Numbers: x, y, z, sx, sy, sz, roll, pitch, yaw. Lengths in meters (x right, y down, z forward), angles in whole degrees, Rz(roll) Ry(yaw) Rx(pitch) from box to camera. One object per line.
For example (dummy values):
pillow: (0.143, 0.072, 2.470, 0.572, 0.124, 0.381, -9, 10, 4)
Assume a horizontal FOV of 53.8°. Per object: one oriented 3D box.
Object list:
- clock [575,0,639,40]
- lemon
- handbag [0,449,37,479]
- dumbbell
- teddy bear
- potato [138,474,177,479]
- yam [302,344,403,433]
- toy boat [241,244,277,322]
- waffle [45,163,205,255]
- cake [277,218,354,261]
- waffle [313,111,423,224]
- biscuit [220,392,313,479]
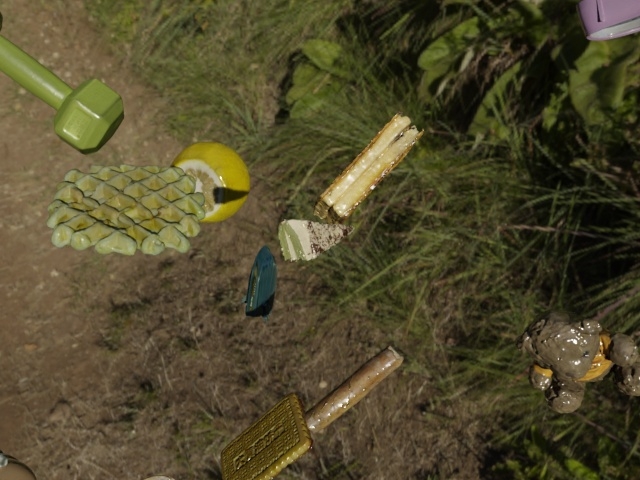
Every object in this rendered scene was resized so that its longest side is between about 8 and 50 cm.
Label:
clock: (0.450, -0.328, 0.887, 0.152, 0.050, 0.110, -10, 0, 44)
lemon: (-0.320, -0.179, 1.871, 0.240, 0.240, 0.219, 11, 24, 13)
handbag: (-0.552, 0.396, 0.889, 0.149, 0.283, 0.302, -3, -6, 32)
dumbbell: (-0.446, -0.257, 0.958, 0.302, 0.121, 0.108, 38, 18, -10)
teddy bear: (0.396, 0.172, 0.979, 0.177, 0.190, 0.140, -26, 47, 32)
potato: (-0.379, 0.644, 1.546, 0.261, 0.120, 0.100, 33, 50, -22)
yam: (0.066, 0.292, 1.251, 0.241, 0.057, 0.057, -34, 48, -16)
toy boat: (-0.194, 0.135, 2.047, 0.103, 0.246, 0.093, 16, 13, 37)
waffle: (-0.391, -0.072, 1.284, 0.309, 0.056, 0.292, 1, 41, -9)
cake: (0.000, 0.000, 0.841, 0.051, 0.055, 0.140, -9, -6, 31)
waffle: (0.115, -0.171, 1.604, 0.091, 0.213, 0.308, 42, 81, 2)
biscuit: (-0.132, 0.480, 1.460, 0.254, 0.029, 0.172, -41, 31, 9)
